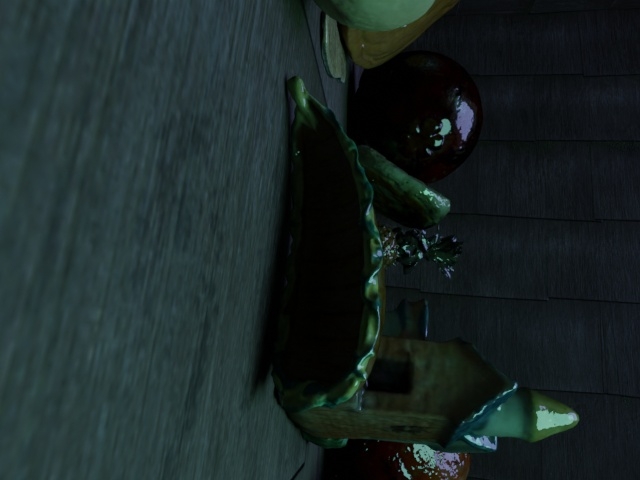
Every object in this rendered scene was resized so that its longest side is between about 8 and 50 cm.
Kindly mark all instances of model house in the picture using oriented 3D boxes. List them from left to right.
[{"bbox_3d":[0.139,0.161,0.524,0.267,0.325,0.193,80,17,-54],"label":"model house"}]

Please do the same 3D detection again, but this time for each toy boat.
[{"bbox_3d":[0.007,-0.001,0.382,0.099,0.109,0.292,15,70,-48],"label":"toy boat"}]

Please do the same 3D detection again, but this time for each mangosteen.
[{"bbox_3d":[0.203,-0.268,0.930,0.311,0.312,0.310,3,90,-81],"label":"mangosteen"}]

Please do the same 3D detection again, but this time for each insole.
[{"bbox_3d":[0.026,-0.293,0.653,0.248,0.011,0.081,-54,145,-74],"label":"insole"}]

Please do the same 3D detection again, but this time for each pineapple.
[{"bbox_3d":[0.162,0.015,0.839,0.125,0.252,0.125,-175,-90,-86],"label":"pineapple"}]

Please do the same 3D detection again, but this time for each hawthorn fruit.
[{"bbox_3d":[0.156,0.418,0.871,0.316,0.317,0.315,3,90,-81],"label":"hawthorn fruit"}]

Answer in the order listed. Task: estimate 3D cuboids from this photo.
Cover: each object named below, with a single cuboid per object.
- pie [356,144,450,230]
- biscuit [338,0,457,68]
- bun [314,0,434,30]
[{"bbox_3d":[0.145,-0.098,0.830,0.054,0.241,0.240,-57,163,-12],"label":"pie"},{"bbox_3d":[0.181,-0.451,0.664,0.062,0.365,0.385,50,-9,10],"label":"biscuit"},{"bbox_3d":[0.049,-0.324,0.358,0.259,0.160,0.258,-175,-90,-83],"label":"bun"}]
